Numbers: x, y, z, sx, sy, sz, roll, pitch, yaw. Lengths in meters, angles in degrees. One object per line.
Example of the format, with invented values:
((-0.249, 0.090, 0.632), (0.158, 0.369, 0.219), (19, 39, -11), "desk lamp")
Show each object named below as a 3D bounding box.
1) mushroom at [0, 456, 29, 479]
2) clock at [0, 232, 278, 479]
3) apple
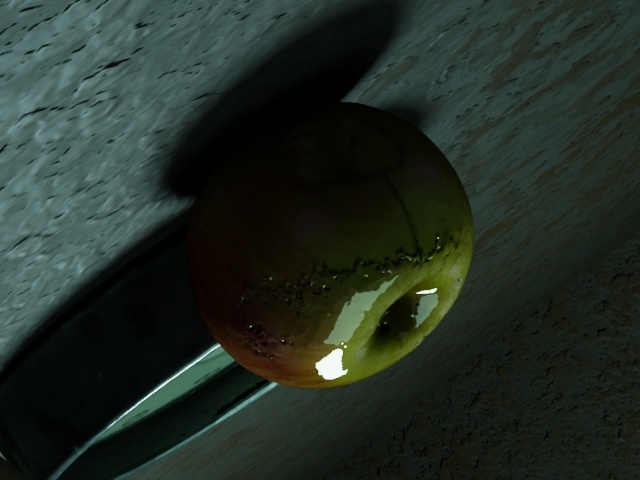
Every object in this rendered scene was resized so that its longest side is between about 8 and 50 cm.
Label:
((-0.234, 0.213, 0.891), (0.246, 0.202, 0.246), (-34, -179, 1), "mushroom")
((-0.058, 0.052, 1.089), (0.319, 0.066, 0.319), (-33, 170, -7), "clock")
((0.000, 0.000, 0.880), (0.146, 0.146, 0.146), (-34, 170, -7), "apple")
